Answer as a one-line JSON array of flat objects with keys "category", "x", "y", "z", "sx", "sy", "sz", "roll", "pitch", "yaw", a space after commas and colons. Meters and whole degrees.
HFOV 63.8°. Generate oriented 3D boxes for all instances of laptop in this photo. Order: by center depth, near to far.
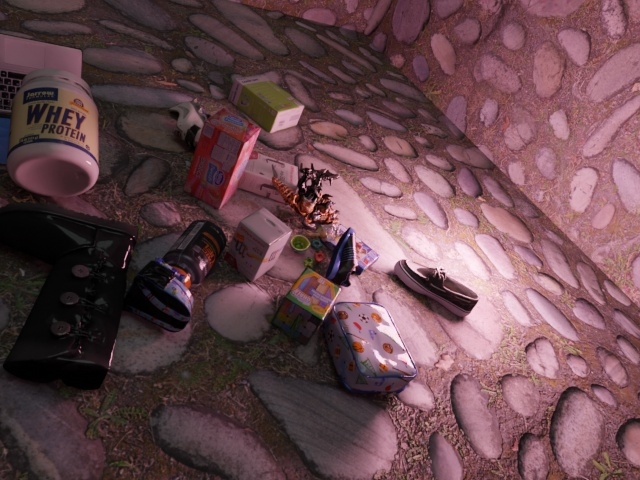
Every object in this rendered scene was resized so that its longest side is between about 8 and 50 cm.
[{"category": "laptop", "x": -0.957, "y": -0.448, "z": 1.632, "sx": 0.382, "sy": 0.407, "sz": 0.236, "roll": 1, "pitch": 11, "yaw": -33}]

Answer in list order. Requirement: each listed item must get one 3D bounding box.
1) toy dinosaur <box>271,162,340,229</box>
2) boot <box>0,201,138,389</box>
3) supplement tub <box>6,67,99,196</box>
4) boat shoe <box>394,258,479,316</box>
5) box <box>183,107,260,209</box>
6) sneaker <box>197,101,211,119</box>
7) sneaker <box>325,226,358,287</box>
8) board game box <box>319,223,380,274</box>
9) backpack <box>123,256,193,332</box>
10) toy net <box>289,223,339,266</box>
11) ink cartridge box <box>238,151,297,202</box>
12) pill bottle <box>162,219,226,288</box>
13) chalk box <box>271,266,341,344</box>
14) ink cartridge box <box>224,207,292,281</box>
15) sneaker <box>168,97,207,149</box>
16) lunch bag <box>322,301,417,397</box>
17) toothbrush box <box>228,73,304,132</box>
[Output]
[{"category": "toy dinosaur", "x": -0.036, "y": -0.162, "z": 1.904, "sx": 0.165, "sy": 0.218, "sz": 0.322, "roll": 18, "pitch": -6, "yaw": 31}, {"category": "boot", "x": -0.662, "y": 0.125, "z": 1.243, "sx": 0.368, "sy": 0.146, "sz": 0.444, "roll": 7, "pitch": 50, "yaw": -13}, {"category": "supplement tub", "x": -0.784, "y": -0.318, "z": 1.524, "sx": 0.236, "sy": 0.235, "sz": 0.324, "roll": 4, "pitch": 60, "yaw": -30}, {"category": "boat shoe", "x": 0.442, "y": 0.152, "z": 1.934, "sx": 0.335, "sy": 0.119, "sz": 0.121, "roll": 31, "pitch": 37, "yaw": 2}, {"category": "box", "x": -0.340, "y": -0.277, "z": 1.771, "sx": 0.154, "sy": 0.299, "sz": 0.142, "roll": 29, "pitch": 37, "yaw": 1}, {"category": "sneaker", "x": -0.491, "y": -0.520, "z": 2.156, "sx": 0.085, "sy": 0.058, "sz": 0.152, "roll": 10, "pitch": 45, "yaw": -15}, {"category": "sneaker", "x": 0.094, "y": 0.061, "z": 1.823, "sx": 0.091, "sy": 0.081, "sz": 0.232, "roll": 31, "pitch": 57, "yaw": -12}, {"category": "board game box", "x": 0.111, "y": 0.030, "z": 1.929, "sx": 0.201, "sy": 0.035, "sz": 0.136, "roll": 40, "pitch": 38, "yaw": 14}, {"category": "backpack", "x": -0.407, "y": 0.150, "z": 1.346, "sx": 0.173, "sy": 0.158, "sz": 0.116, "roll": 34, "pitch": 37, "yaw": -6}, {"category": "toy net", "x": 0.000, "y": 0.000, "z": 1.842, "sx": 0.122, "sy": 0.045, "sz": 0.232, "roll": 42, "pitch": 53, "yaw": 21}, {"category": "ink cartridge box", "x": -0.203, "y": -0.246, "z": 2.001, "sx": 0.218, "sy": 0.092, "sz": 0.158, "roll": 18, "pitch": 39, "yaw": -18}, {"category": "pill bottle", "x": -0.378, "y": 0.054, "z": 1.500, "sx": 0.131, "sy": 0.130, "sz": 0.245, "roll": 27, "pitch": 37, "yaw": -3}, {"category": "chalk box", "x": -0.052, "y": 0.208, "z": 1.533, "sx": 0.132, "sy": 0.132, "sz": 0.213, "roll": 33, "pitch": 36, "yaw": 4}, {"category": "ink cartridge box", "x": -0.198, "y": 0.012, "z": 1.628, "sx": 0.128, "sy": 0.176, "sz": 0.127, "roll": 38, "pitch": 37, "yaw": 11}, {"category": "sneaker", "x": -0.488, "y": -0.405, "z": 1.996, "sx": 0.146, "sy": 0.122, "sz": 0.330, "roll": -22, "pitch": 62, "yaw": -23}, {"category": "lunch bag", "x": 0.151, "y": 0.325, "z": 1.549, "sx": 0.243, "sy": 0.114, "sz": 0.303, "roll": 8, "pitch": 41, "yaw": -29}, {"category": "toothbrush box", "x": -0.253, "y": -0.646, "z": 2.411, "sx": 0.283, "sy": 0.122, "sz": 0.206, "roll": 41, "pitch": 38, "yaw": 14}]
